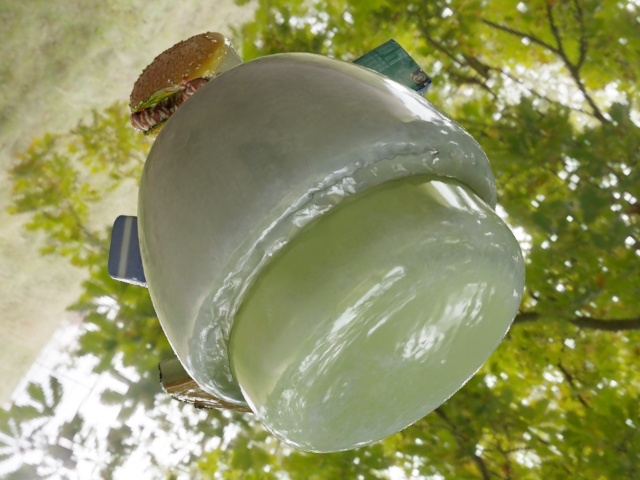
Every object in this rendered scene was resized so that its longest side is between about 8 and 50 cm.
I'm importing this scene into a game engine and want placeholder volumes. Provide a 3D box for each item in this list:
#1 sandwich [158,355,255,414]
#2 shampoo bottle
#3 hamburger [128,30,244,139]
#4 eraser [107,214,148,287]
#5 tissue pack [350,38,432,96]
[{"bbox_3d":[-0.081,0.201,1.335,0.212,0.245,0.063,-23,-118,31],"label":"sandwich"},{"bbox_3d":[0.000,0.000,0.815,0.322,0.322,0.317,-49,-125,18],"label":"shampoo bottle"},{"bbox_3d":[-0.216,-0.246,1.432,0.210,0.116,0.173,-18,-127,42],"label":"hamburger"},{"bbox_3d":[-0.180,0.031,1.172,0.036,0.225,0.082,-2,-105,35],"label":"eraser"},{"bbox_3d":[0.070,-0.191,1.168,0.111,0.085,0.079,-36,168,-29],"label":"tissue pack"}]
